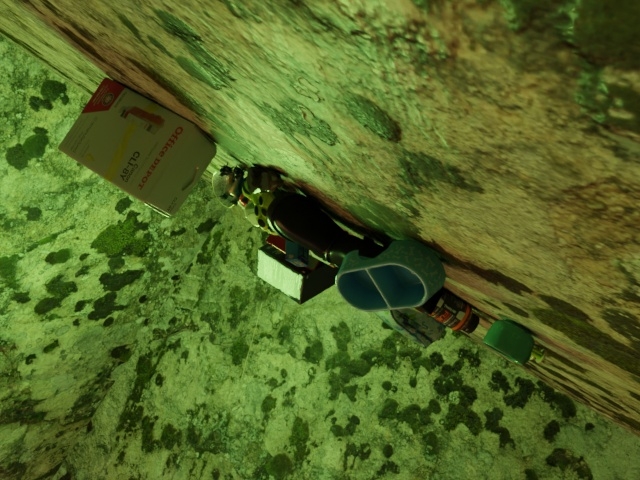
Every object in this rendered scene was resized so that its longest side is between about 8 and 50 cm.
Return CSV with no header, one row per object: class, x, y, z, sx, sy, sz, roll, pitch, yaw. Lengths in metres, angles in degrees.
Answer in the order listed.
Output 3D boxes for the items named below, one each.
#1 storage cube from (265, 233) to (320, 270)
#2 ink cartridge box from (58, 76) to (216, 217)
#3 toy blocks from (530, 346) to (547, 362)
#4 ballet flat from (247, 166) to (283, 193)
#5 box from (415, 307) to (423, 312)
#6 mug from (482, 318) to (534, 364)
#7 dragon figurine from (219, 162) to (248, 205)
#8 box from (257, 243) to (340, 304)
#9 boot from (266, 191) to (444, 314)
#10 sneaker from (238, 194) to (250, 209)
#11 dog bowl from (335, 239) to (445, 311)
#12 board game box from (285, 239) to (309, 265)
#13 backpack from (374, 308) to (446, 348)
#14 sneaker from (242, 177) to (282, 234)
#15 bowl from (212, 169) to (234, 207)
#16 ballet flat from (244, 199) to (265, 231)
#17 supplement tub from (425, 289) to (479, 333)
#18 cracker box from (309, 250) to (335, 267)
storage cube,-0.093,-0.001,2.053,0.193,0.183,0.215,30,176,32
ink cartridge box,-0.563,-0.290,1.402,0.385,0.279,0.160,30,175,17
toy blocks,0.661,0.342,1.507,0.148,0.054,0.123,31,177,9
ballet flat,-0.168,-0.179,1.337,0.058,0.084,0.250,-5,-171,-24
box,0.260,0.136,1.562,0.214,0.117,0.243,32,175,-2
mug,0.572,0.300,1.357,0.130,0.097,0.158,29,176,32
dragon figurine,-0.285,-0.210,1.635,0.085,0.144,0.289,29,-165,11
box,-0.089,0.118,2.271,0.313,0.178,0.343,29,-143,33
boot,0.099,0.031,1.277,0.445,0.146,0.367,30,179,42
sneaker,-0.269,-0.171,2.127,0.279,0.107,0.118,31,159,-32
dog bowl,0.158,0.099,1.117,0.297,0.074,0.165,-15,114,45
board game box,-0.076,-0.025,1.530,0.047,0.210,0.160,-3,169,11
backpack,0.374,0.290,1.908,0.356,0.273,0.290,20,173,-17
sneaker,-0.160,-0.126,1.474,0.124,0.109,0.295,13,-149,-36
bowl,-0.400,-0.239,2.006,0.170,0.080,0.170,25,128,36
ballet flat,-0.221,-0.115,1.720,0.147,0.147,0.409,33,179,-24
supplement tub,0.441,0.239,1.542,0.198,0.106,0.106,31,176,-2
cracker box,0.000,0.000,1.747,0.232,0.067,0.155,23,140,62
